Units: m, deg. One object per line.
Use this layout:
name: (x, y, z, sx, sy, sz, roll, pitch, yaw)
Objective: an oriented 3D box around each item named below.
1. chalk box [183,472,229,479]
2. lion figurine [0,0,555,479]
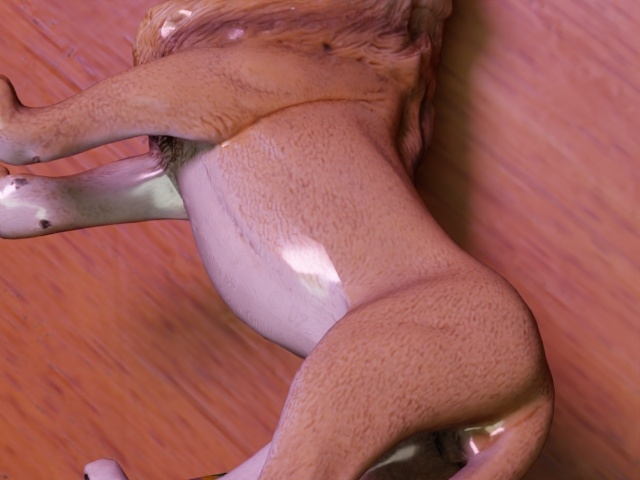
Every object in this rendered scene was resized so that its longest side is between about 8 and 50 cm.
chalk box: (0.054, 0.209, 0.615, 0.289, 0.179, 0.180, 6, 87, 16)
lion figurine: (0.000, 0.000, 0.598, 0.240, 0.142, 0.392, -13, 58, -18)
